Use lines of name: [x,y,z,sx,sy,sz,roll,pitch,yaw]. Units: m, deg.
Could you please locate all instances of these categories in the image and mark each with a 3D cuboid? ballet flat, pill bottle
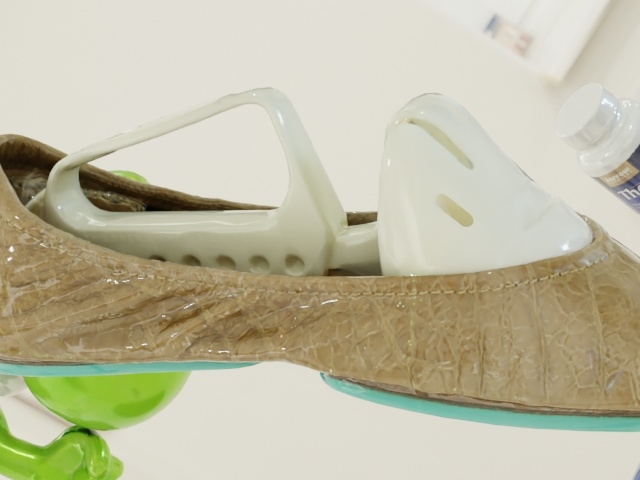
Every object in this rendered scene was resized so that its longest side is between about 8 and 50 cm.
ballet flat: [0.000,0.000,0.635,0.116,0.342,0.124,-39,-50,-63]
pill bottle: [0.234,-0.064,1.165,0.067,0.120,0.067,-44,25,26]

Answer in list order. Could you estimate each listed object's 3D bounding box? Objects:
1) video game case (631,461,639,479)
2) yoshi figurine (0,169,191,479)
video game case: [0.303,0.189,0.694,0.269,0.244,0.061,1,42,43]
yoshi figurine: [-0.218,0.104,0.942,0.362,0.203,0.203,-41,-10,-9]
